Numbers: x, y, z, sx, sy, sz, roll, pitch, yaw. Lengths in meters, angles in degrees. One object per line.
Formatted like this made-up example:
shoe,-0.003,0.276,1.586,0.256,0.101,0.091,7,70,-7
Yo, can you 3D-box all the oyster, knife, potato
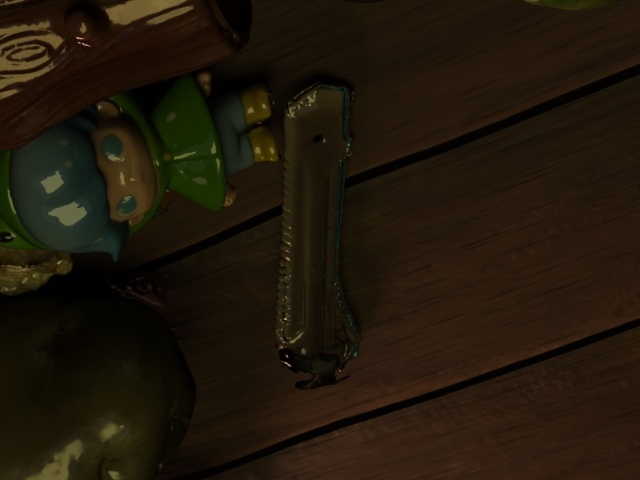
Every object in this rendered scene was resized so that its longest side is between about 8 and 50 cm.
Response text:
oyster,-0.302,-0.015,1.752,0.163,0.081,0.191,18,119,-1
knife,-0.004,-0.003,1.768,0.089,0.043,0.365,-21,135,-22
potato,-0.278,0.169,1.803,0.326,0.243,0.221,-10,153,13

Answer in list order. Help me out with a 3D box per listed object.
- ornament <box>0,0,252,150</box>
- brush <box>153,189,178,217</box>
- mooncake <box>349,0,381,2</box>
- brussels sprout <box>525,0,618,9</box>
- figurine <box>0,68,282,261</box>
ornament,-0.182,-0.205,1.492,0.217,0.221,0.235,-17,171,13
brush,-0.133,-0.050,1.749,0.170,0.014,0.043,-22,126,21
mooncake,0.095,-0.342,1.224,0.381,0.350,0.212,-11,167,12
brussels sprout,0.189,-0.253,1.449,0.180,0.144,0.161,-1,158,36
figurine,-0.167,-0.072,1.646,0.263,0.143,0.162,-15,119,-8
